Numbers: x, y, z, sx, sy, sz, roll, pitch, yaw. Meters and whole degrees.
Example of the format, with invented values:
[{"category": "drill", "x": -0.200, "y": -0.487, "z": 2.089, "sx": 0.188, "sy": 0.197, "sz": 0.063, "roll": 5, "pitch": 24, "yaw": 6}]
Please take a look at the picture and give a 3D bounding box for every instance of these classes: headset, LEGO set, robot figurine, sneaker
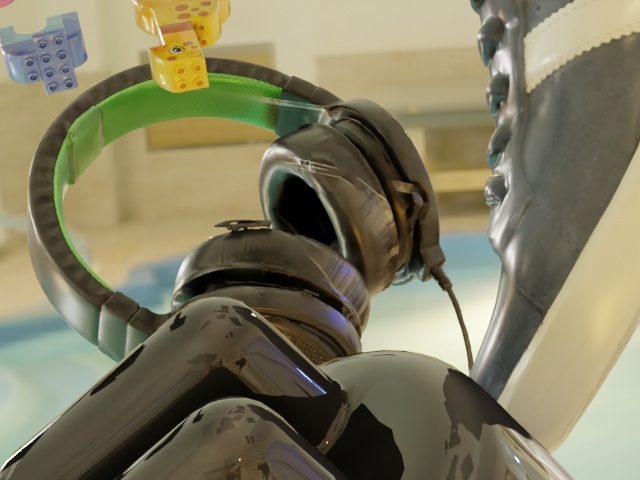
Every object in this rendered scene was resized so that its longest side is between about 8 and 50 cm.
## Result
[{"category": "headset", "x": 0.000, "y": 0.000, "z": 1.177, "sx": 0.394, "sy": 0.185, "sz": 0.243, "roll": 28, "pitch": 53, "yaw": 11}, {"category": "LEGO set", "x": -0.107, "y": -0.127, "z": 1.028, "sx": 0.227, "sy": 0.087, "sz": 0.093, "roll": -14, "pitch": 36, "yaw": -6}, {"category": "robot figurine", "x": 0.033, "y": 0.142, "z": 0.538, "sx": 0.173, "sy": 0.278, "sz": 0.209, "roll": -21, "pitch": 32, "yaw": 46}, {"category": "sneaker", "x": 0.082, "y": -0.106, "z": 0.643, "sx": 0.148, "sy": 0.350, "sz": 0.131, "roll": 17, "pitch": -3, "yaw": 9}]
